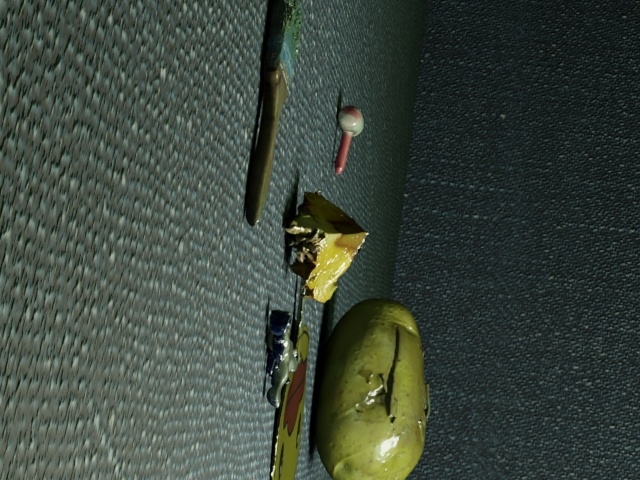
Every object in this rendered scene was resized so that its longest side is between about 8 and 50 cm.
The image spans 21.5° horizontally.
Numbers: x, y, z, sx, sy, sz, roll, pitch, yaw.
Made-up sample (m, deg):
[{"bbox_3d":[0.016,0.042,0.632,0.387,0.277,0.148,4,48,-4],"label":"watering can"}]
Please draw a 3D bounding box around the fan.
[{"bbox_3d":[-0.028,0.153,1.769,0.229,0.011,0.335,-54,151,-79],"label":"fan"}]

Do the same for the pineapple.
[{"bbox_3d":[0.000,0.000,1.620,0.114,0.077,0.114,23,68,-70],"label":"pineapple"}]

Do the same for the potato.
[{"bbox_3d":[0.066,0.193,2.104,0.169,0.143,0.248,112,-14,-70],"label":"potato"}]

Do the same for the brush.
[{"bbox_3d":[-0.038,-0.103,1.343,0.070,0.021,0.196,74,23,-71],"label":"brush"}]

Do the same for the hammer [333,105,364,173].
[{"bbox_3d":[0.031,-0.119,2.027,0.052,0.031,0.083,62,40,-74],"label":"hammer"}]

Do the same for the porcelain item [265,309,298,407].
[{"bbox_3d":[-0.038,0.119,1.566,0.136,0.021,0.075,82,14,-69],"label":"porcelain item"}]
